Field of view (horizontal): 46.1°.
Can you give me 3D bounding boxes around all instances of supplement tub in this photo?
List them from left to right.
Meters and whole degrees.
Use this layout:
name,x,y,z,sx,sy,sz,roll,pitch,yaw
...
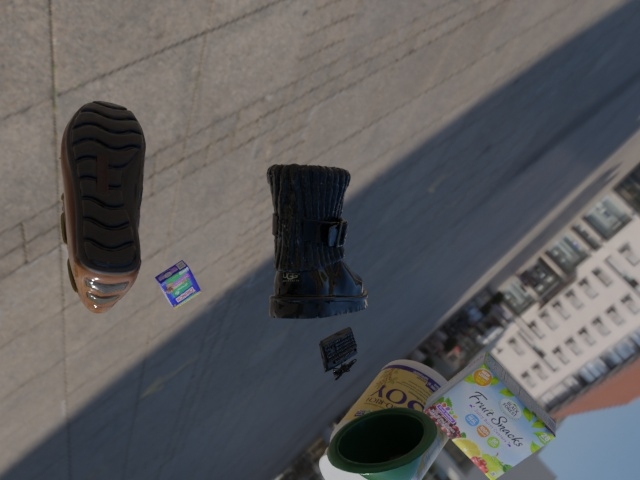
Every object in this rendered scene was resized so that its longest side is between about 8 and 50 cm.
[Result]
name,x,y,z,sx,sy,sz,roll,pitch,yaw
supplement tub,0.173,0.482,1.855,0.331,0.241,0.241,-44,171,-37

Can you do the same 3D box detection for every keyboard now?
name,x,y,z,sx,sy,sz,roll,pitch,yaw
keyboard,0.056,0.263,1.759,0.038,0.100,0.192,-12,180,25

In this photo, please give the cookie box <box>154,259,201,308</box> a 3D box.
name,x,y,z,sx,sy,sz,roll,pitch,yaw
cookie box,-0.389,0.122,2.065,0.091,0.040,0.107,-34,134,-16

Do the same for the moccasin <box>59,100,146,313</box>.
name,x,y,z,sx,sy,sz,roll,pitch,yaw
moccasin,-0.338,-0.065,1.178,0.139,0.380,0.147,2,144,-28

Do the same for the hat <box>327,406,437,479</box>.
name,x,y,z,sx,sy,sz,roll,pitch,yaw
hat,0.118,0.384,1.197,0.172,0.184,0.208,-6,-164,28

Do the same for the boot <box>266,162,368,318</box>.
name,x,y,z,sx,sy,sz,roll,pitch,yaw
boot,0.004,0.000,1.334,0.131,0.260,0.348,-2,178,14

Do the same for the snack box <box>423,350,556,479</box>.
name,x,y,z,sx,sy,sz,roll,pitch,yaw
snack box,0.346,0.360,1.543,0.174,0.207,0.070,-44,-179,24
